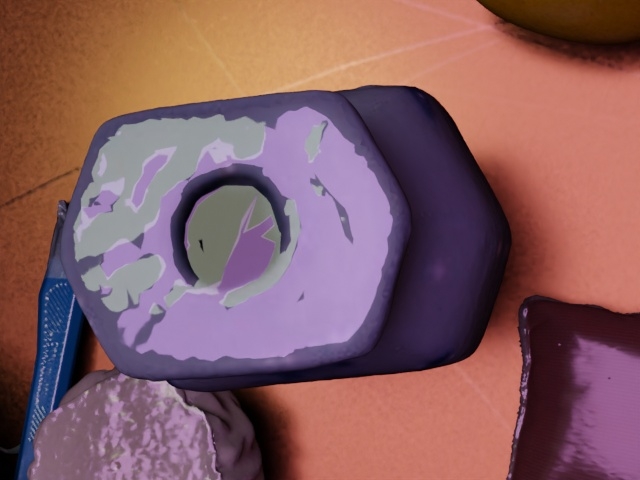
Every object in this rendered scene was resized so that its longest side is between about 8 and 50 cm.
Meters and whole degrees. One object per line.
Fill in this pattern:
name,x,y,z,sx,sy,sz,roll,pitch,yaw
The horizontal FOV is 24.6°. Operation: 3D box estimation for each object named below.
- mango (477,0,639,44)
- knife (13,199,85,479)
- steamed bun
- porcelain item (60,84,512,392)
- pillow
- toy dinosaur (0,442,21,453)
mango,0.238,-0.267,1.018,0.211,0.173,0.317,46,105,12
knife,-0.218,0.114,1.173,0.044,0.026,0.296,8,82,11
steamed bun,-0.127,0.173,1.121,0.183,0.106,0.183,-1,84,13
porcelain item,0.000,0.000,0.942,0.243,0.405,0.178,-7,88,13
pillow,0.218,0.137,1.051,0.171,0.075,0.179,8,89,14
toy dinosaur,-0.218,0.153,1.187,0.083,0.021,0.062,15,84,10
